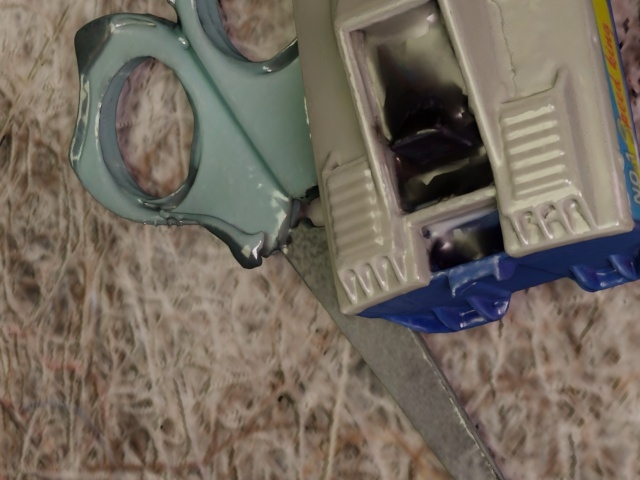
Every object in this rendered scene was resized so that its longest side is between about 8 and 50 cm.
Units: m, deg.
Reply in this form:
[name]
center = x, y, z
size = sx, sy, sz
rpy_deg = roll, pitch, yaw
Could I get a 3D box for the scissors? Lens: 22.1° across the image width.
[scissors]
center = -0.001, 0.000, 0.710
size = 0.191, 0.029, 0.360
rpy_deg = -47, 60, 27

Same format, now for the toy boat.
[toy boat]
center = 0.041, -0.119, 0.641
size = 0.129, 0.088, 0.295
rpy_deg = -18, 73, 32
